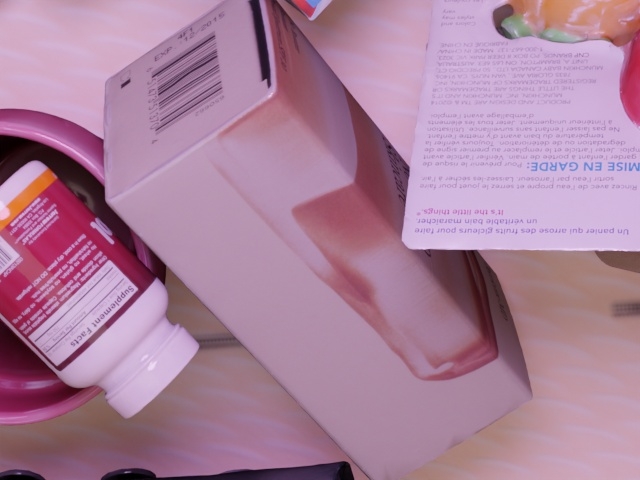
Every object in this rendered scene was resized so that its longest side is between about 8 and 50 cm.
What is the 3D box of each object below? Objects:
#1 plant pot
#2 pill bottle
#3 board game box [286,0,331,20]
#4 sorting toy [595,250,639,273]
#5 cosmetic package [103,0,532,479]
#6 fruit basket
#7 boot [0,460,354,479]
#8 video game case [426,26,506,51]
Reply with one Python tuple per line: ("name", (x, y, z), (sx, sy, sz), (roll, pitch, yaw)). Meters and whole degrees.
("plant pot", (-0.194, 0.003, 1.216), (0.201, 0.180, 0.201), (1, 104, 6))
("pill bottle", (-0.148, 0.032, 1.081), (0.086, 0.086, 0.152), (-42, 97, 14))
("board game box", (-0.069, -0.288, 1.077), (0.142, 0.144, 0.275), (-47, 125, 2))
("sorting toy", (0.235, -0.012, 1.130), (0.348, 0.196, 0.047), (13, 81, 26))
("cosmetic package", (0.000, 0.000, 1.156), (0.129, 0.153, 0.296), (-32, 124, 14))
("fruit basket", (0.227, -0.123, 1.059), (0.327, 0.353, 0.165), (0, 147, 11))
("boot", (-0.198, 0.201, 1.195), (0.445, 0.367, 0.146), (1, 71, 10))
("video game case", (0.163, -0.082, 1.238), (0.157, 0.019, 0.143), (-11, 103, 8))
